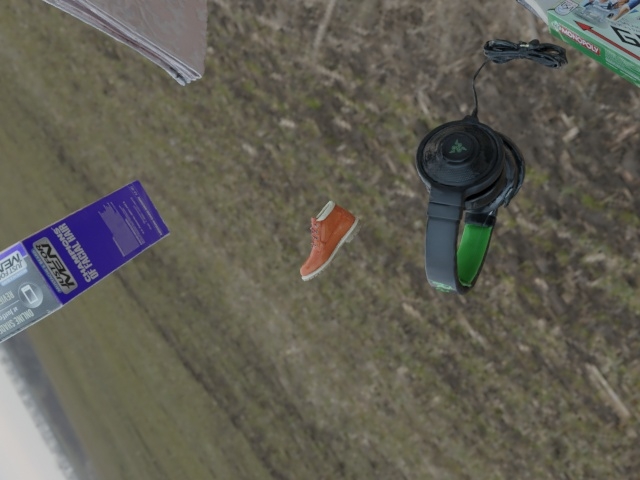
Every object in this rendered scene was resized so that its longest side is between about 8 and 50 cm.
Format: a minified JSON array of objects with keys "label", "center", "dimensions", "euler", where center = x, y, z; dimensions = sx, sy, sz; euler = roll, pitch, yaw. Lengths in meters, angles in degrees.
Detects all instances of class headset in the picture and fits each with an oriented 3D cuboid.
[{"label":"headset","center":[0.257,-0.109,1.604],"dimensions":[0.243,0.185,0.394],"euler":[4,-85,-69]}]

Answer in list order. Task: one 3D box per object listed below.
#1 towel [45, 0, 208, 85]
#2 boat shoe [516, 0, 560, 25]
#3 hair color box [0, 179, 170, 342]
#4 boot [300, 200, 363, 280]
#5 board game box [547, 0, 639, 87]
[{"label":"towel","center":[-0.318,-0.433,1.713],"dimensions":[0.317,0.053,0.331],"euler":[31,-142,-31]},{"label":"boat shoe","center":[0.356,-0.439,1.705],"dimensions":[0.341,0.127,0.158],"euler":[33,-157,-24]},{"label":"hair color box","center":[-0.376,0.033,1.512],"dimensions":[0.110,0.185,0.339],"euler":[59,-157,-8]},{"label":"boot","center":[0.000,0.000,2.000],"dimensions":[0.085,0.158,0.059],"euler":[40,171,-16]},{"label":"board game box","center":[0.479,-0.272,1.357],"dimensions":[0.317,0.213,0.046],"euler":[43,166,38]}]
